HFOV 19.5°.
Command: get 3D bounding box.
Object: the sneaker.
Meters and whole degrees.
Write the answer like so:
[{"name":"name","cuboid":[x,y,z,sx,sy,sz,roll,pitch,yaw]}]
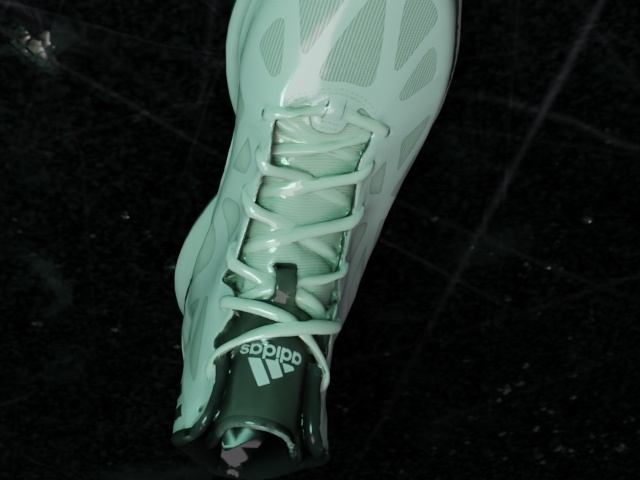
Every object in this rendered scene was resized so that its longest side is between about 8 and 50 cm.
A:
[{"name":"sneaker","cuboid":[0.001,0.001,1.284,0.169,0.257,0.448,9,133,-11]}]
